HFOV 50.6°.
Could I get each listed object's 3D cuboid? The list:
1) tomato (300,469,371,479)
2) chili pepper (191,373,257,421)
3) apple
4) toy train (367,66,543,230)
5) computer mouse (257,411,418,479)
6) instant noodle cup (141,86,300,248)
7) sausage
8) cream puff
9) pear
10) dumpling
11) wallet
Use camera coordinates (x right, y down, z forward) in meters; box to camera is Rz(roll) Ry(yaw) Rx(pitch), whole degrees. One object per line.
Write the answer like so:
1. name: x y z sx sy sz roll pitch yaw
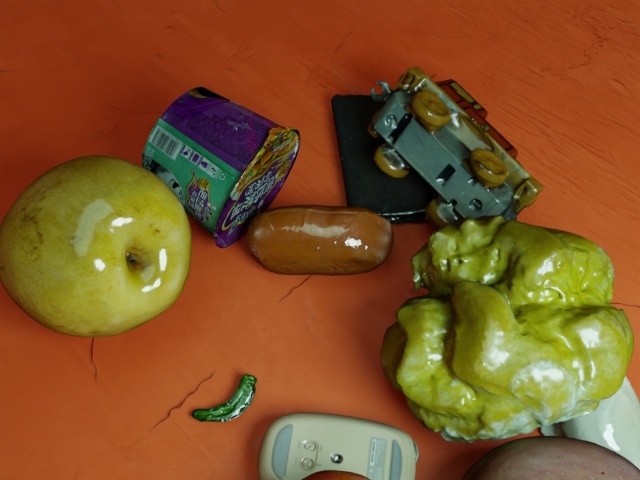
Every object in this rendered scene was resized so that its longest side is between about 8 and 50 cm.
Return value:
1. tomato: 0.023 0.399 0.899 0.237 0.236 0.095 3 21 4
2. chili pepper: -0.145 0.263 1.082 0.118 0.035 0.055 -35 49 -8
3. apple: 0.287 0.378 0.829 0.235 0.305 0.305 7 57 4
4. toy train: 0.242 -0.172 1.253 0.369 0.163 0.232 48 42 13
5. computer mouse: 0.026 0.332 0.999 0.237 0.082 0.145 6 57 4
6. instant noodle cup: -0.182 -0.140 1.197 0.190 0.251 0.251 34 64 9
7. sausage: 0.000 -0.001 1.193 0.259 0.133 0.133 2 57 3
8. cream puff: 0.250 0.103 0.988 0.378 0.378 0.275 -27 97 -15
9. pear: -0.364 0.011 1.098 0.315 0.314 0.314 -1 57 1
10. dumpling: 0.402 0.283 1.005 0.151 0.124 0.228 -22 59 34
11. wallet: 0.121 -0.169 1.347 0.171 0.044 0.321 -4 56 -5
